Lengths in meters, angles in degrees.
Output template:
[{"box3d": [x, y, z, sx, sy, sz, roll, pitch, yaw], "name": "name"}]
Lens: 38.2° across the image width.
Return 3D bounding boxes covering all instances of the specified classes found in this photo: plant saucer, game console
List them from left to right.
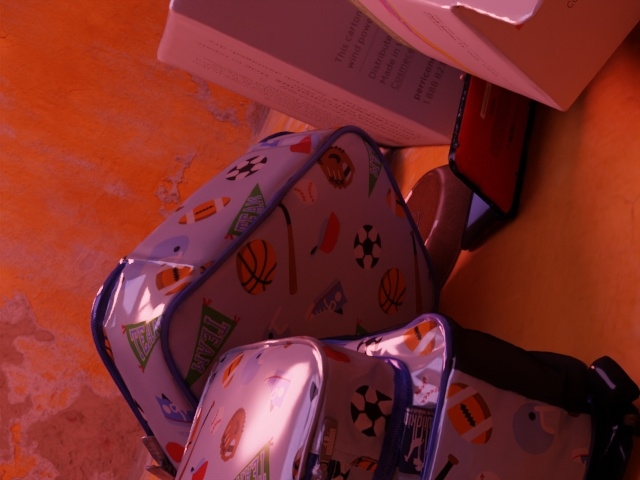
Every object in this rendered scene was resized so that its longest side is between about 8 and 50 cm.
[{"box3d": [0.098, -0.004, 0.913, 0.168, 0.029, 0.168, -159, 90, -78], "name": "plant saucer"}, {"box3d": [0.131, -0.084, 0.787, 0.085, 0.124, 0.144, -12, 53, 44], "name": "game console"}]

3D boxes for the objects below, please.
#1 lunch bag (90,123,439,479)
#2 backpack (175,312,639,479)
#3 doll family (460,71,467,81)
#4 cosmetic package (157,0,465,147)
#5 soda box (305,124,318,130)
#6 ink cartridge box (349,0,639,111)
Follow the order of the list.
[{"box3d": [-0.030, 0.067, 0.740, 0.115, 0.243, 0.303, 2, 38, 42], "name": "lunch bag"}, {"box3d": [0.023, 0.181, 0.536, 0.276, 0.213, 0.263, 152, 128, -68], "name": "backpack"}, {"box3d": [0.173, -0.241, 0.864, 0.076, 0.111, 0.193, -10, -58, -60], "name": "doll family"}, {"box3d": [0.019, -0.319, 1.093, 0.394, 0.327, 0.329, -156, 88, -77], "name": "cosmetic package"}, {"box3d": [0.037, -0.248, 1.537, 0.181, 0.058, 0.061, 128, 160, -51], "name": "soda box"}, {"box3d": [0.147, -0.223, 0.657, 0.207, 0.119, 0.353, -52, 28, 6], "name": "ink cartridge box"}]
